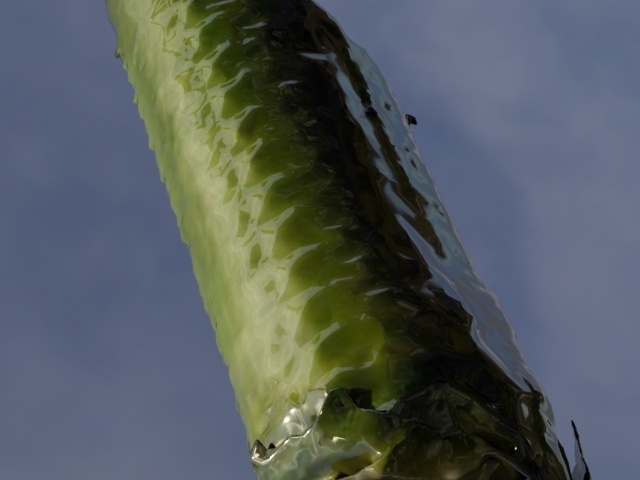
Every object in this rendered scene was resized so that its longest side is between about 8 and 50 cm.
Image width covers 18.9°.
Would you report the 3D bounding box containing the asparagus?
[{"bbox_3d":[0.000,0.000,0.812,0.128,0.108,0.382,-8,-135,-15],"label":"asparagus"}]
